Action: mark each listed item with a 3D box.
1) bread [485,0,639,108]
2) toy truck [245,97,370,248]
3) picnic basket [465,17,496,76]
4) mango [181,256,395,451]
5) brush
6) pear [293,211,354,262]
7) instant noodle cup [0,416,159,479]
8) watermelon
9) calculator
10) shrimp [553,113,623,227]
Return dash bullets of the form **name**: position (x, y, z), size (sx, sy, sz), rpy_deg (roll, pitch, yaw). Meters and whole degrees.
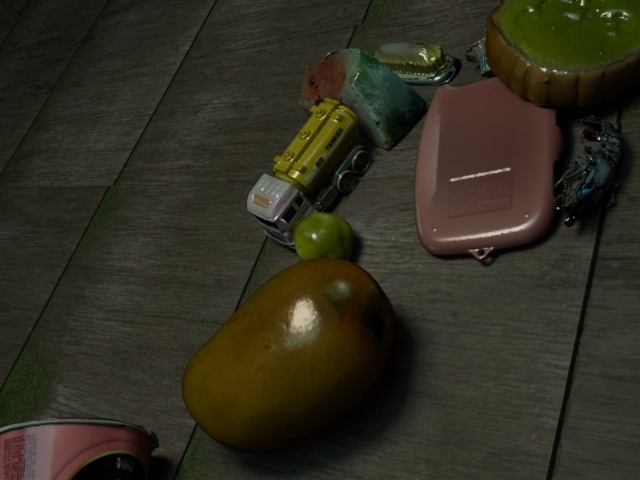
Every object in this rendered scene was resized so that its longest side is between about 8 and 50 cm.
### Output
- **bread**: position (0.344, -0.280, 0.995), size (0.236, 0.070, 0.236), rpy_deg (-8, 54, 11)
- **toy truck**: position (-0.020, -0.107, 1.139), size (0.098, 0.114, 0.227), rpy_deg (25, 75, 44)
- **picnic basket**: position (0.264, -0.292, 1.115), size (0.083, 0.065, 0.083), rpy_deg (-7, 76, 38)
- **mango**: position (-0.048, 0.151, 0.928), size (0.317, 0.173, 0.211), rpy_deg (-34, 44, 19)
- **brush**: position (0.101, -0.313, 1.247), size (0.296, 0.060, 0.068), rpy_deg (15, 70, 42)
- **pear**: position (0.000, 0.000, 1.062), size (0.097, 0.092, 0.092), rpy_deg (32, 79, 27)
- **instant noodle cup**: position (-0.331, 0.382, 0.939), size (0.243, 0.244, 0.255), rpy_deg (-21, 57, 23)
- **watermelon**: position (0.038, -0.241, 1.202), size (0.094, 0.154, 0.241), rpy_deg (-54, 31, -10)
- **calculator**: position (0.231, -0.117, 1.013), size (0.220, 0.048, 0.330), rpy_deg (-9, 55, 29)
- **shrimp**: position (0.335, -0.093, 0.897), size (0.076, 0.082, 0.174), rpy_deg (-1, 51, 41)
